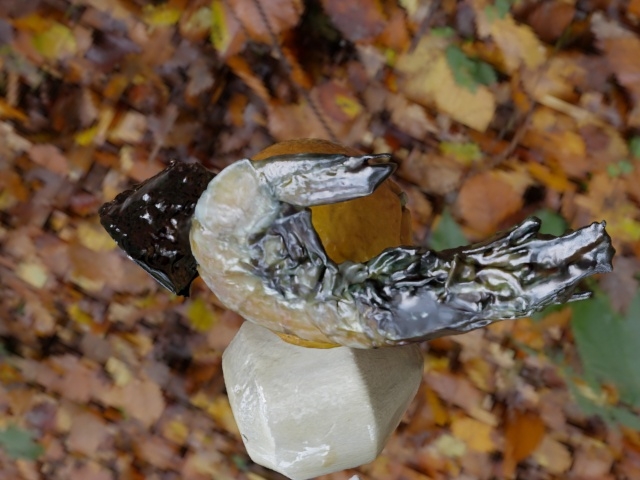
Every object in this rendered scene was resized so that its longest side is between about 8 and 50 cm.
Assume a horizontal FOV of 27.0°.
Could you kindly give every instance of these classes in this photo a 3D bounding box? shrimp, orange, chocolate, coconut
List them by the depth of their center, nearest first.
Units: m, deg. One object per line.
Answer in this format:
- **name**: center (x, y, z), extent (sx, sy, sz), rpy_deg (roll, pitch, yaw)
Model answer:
- **shrimp**: center (0.050, 0.005, 1.087), extent (0.365, 0.071, 0.233), rpy_deg (-10, 134, 33)
- **orange**: center (-0.001, 0.002, 1.369), extent (0.193, 0.219, 0.219), rpy_deg (-5, 158, 3)
- **chocolate**: center (-0.173, -0.033, 1.593), extent (0.156, 0.133, 0.156), rpy_deg (41, -174, -5)
- **coconut**: center (0.010, 0.192, 1.797), extent (0.266, 0.237, 0.237), rpy_deg (-20, 157, -2)

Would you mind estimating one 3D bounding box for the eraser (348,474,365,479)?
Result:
- **eraser**: center (0.081, 0.432, 1.773), extent (0.078, 0.076, 0.298), rpy_deg (42, -173, -24)
